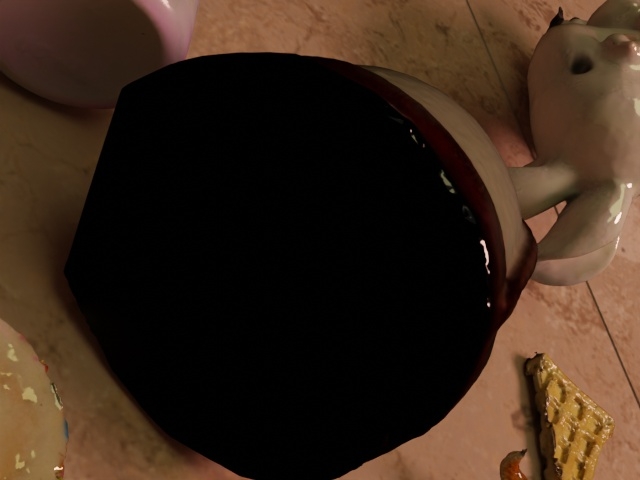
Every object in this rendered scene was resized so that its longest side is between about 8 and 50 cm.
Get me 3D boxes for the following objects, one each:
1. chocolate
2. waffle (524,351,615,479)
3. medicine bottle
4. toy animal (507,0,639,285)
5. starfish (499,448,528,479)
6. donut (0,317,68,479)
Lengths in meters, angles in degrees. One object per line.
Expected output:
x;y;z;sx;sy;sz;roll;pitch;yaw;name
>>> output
0.000;0.000;0.822;0.283;0.283;0.186;51;26;-3;chocolate
0.189;0.172;1.032;0.097;0.023;0.153;42;45;-10;waffle
-0.148;-0.229;0.889;0.152;0.152;0.254;29;49;-26;medicine bottle
0.261;-0.113;1.140;0.183;0.247;0.310;34;27;3;toy animal
0.200;0.263;0.951;0.247;0.050;0.138;33;61;-37;starfish
-0.201;0.099;0.692;0.108;0.065;0.166;-14;73;-46;donut
